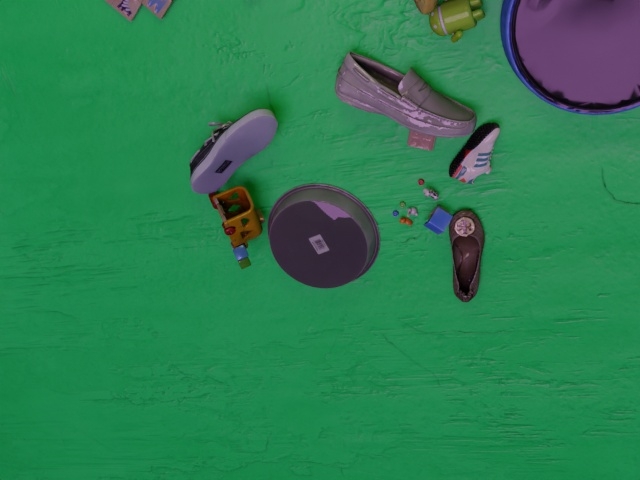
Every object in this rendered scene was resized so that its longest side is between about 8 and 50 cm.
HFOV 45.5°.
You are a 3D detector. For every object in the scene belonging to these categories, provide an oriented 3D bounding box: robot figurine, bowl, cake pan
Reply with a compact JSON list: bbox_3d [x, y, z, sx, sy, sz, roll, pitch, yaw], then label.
[{"bbox_3d":[0.273,-0.455,1.546,0.115,0.067,0.101,-11,91,22],"label":"robot figurine"},{"bbox_3d":[0.548,-0.426,1.477,0.391,0.077,0.391,7,121,12],"label":"bowl"},{"bbox_3d":[0.000,0.000,1.904,0.293,0.054,0.293,7,121,12],"label":"cake pan"}]

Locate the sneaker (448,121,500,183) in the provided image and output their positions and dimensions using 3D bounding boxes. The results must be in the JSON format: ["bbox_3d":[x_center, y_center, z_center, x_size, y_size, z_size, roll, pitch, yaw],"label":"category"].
[{"bbox_3d":[0.358,-0.190,1.693,0.075,0.057,0.161,25,124,-19],"label":"sneaker"}]

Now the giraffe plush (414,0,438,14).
[{"bbox_3d":[0.260,-0.551,1.453,0.171,0.210,0.181,-22,102,-9],"label":"giraffe plush"}]

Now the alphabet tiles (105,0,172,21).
[{"bbox_3d":[-0.405,-0.655,1.646,0.285,0.011,0.342,40,127,-7],"label":"alphabet tiles"}]

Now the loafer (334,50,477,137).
[{"bbox_3d":[0.186,-0.311,1.631,0.320,0.112,0.111,20,132,5],"label":"loafer"}]

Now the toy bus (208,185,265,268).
[{"bbox_3d":[-0.193,-0.045,1.900,0.104,0.202,0.190,-24,106,-5],"label":"toy bus"}]

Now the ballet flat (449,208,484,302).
[{"bbox_3d":[0.347,0.044,1.823,0.084,0.058,0.249,4,121,14],"label":"ballet flat"}]

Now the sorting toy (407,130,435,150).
[{"bbox_3d":[0.231,-0.245,1.715,0.062,0.012,0.083,17,126,12],"label":"sorting toy"}]

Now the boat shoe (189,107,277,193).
[{"bbox_3d":[-0.214,-0.231,1.799,0.113,0.104,0.306,5,147,-36],"label":"boat shoe"}]

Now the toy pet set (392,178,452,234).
[{"bbox_3d":[0.241,-0.061,1.789,0.114,0.065,0.122,33,124,-4],"label":"toy pet set"}]
